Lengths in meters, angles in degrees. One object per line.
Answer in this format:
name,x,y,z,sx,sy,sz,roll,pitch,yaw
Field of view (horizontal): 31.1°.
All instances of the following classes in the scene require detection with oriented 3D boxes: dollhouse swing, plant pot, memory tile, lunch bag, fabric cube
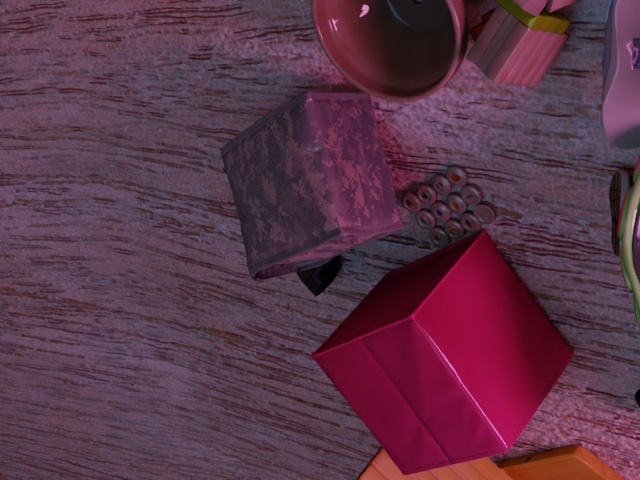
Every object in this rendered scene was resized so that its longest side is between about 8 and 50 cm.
dollhouse swing,0.278,0.437,1.915,0.315,0.347,0.305,-27,103,48
plant pot,0.114,-0.322,1.613,0.237,0.110,0.237,23,134,25
memory tile,0.203,-0.052,1.832,0.113,0.012,0.148,51,138,-8
lunch bag,-0.033,-0.081,1.838,0.287,0.169,0.235,-22,79,45
fabric cube,0.195,0.184,1.848,0.258,0.254,0.259,52,139,-9

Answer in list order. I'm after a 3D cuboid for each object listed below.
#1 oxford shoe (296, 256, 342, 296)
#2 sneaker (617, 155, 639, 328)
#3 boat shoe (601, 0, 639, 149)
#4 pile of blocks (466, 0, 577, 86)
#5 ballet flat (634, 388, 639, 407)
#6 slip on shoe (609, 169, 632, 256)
oxford shoe,0.000,0.000,1.990,0.096,0.083,0.227,43,137,13
sneaker,0.519,0.078,1.521,0.202,0.185,0.482,-8,100,28
boat shoe,0.402,-0.232,1.480,0.079,0.081,0.227,0,120,8
pile of blocks,0.270,-0.361,1.448,0.112,0.149,0.362,47,145,30
ballet flat,0.541,0.184,1.693,0.096,0.095,0.280,41,139,18
slip on shoe,0.438,-0.040,1.633,0.041,0.051,0.135,-9,115,-2
